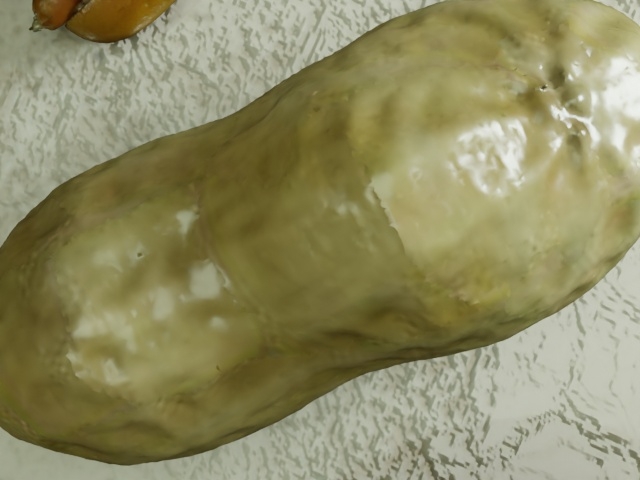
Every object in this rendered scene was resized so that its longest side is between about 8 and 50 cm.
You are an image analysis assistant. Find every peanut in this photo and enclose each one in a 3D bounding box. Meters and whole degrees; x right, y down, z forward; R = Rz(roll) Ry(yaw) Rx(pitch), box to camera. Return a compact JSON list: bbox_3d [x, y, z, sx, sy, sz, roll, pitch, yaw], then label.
[{"bbox_3d":[0.000,0.000,0.701,0.387,0.192,0.170,-26,96,2],"label":"peanut"}]

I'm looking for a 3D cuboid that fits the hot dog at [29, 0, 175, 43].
[{"bbox_3d":[-0.076,-0.198,0.771,0.092,0.062,0.236,44,93,-1],"label":"hot dog"}]
